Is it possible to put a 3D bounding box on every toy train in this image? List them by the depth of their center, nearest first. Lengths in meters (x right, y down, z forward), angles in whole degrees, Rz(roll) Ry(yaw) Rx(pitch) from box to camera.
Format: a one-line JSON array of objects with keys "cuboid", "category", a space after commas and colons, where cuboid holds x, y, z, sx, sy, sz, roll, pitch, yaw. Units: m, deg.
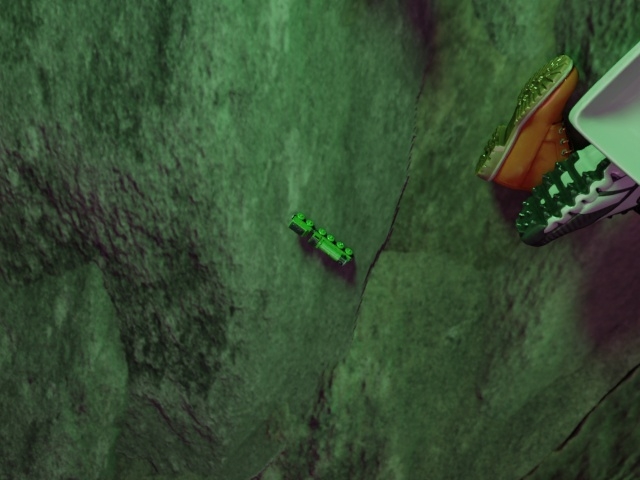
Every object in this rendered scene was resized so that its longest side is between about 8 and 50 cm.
[{"cuboid": [0.000, 0.000, 1.400, 0.083, 0.023, 0.017, 37, 126, -1], "category": "toy train"}]

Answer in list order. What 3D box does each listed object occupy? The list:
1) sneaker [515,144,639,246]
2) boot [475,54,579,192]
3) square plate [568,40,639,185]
[{"cuboid": [0.297, -0.056, 1.191, 0.234, 0.078, 0.106, -41, 114, 18], "category": "sneaker"}, {"cuboid": [0.224, -0.108, 1.227, 0.085, 0.059, 0.158, 26, 131, -3], "category": "boot"}, {"cuboid": [0.455, -0.116, 1.074, 0.347, 0.049, 0.344, 42, 107, -3], "category": "square plate"}]
